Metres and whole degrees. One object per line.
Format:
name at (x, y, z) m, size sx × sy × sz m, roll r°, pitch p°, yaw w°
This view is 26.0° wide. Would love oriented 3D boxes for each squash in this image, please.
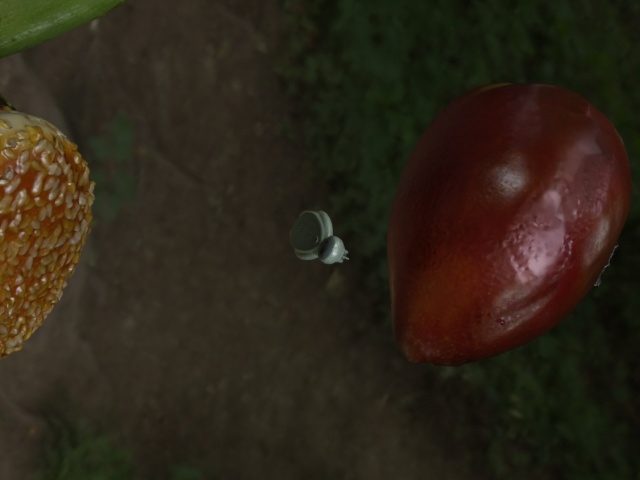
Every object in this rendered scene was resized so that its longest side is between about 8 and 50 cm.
squash at (-0.287, -0.288, 1.540) m, size 0.118 × 0.370 × 0.118 m, roll -17°, pitch 90°, yaw -79°

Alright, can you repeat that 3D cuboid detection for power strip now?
power strip at (0.000, 0.000, 1.444) m, size 0.035 × 0.083 × 0.055 m, roll 26°, pitch 98°, yaw -39°

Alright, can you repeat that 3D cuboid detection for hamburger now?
hamburger at (-0.398, -0.016, 1.417) m, size 0.330 × 0.250 × 0.330 m, roll -39°, pitch 145°, yaw -35°

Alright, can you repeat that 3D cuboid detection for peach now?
peach at (0.189, -0.036, 1.513) m, size 0.362 × 0.257 × 0.201 m, roll -50°, pitch 153°, yaw -24°
